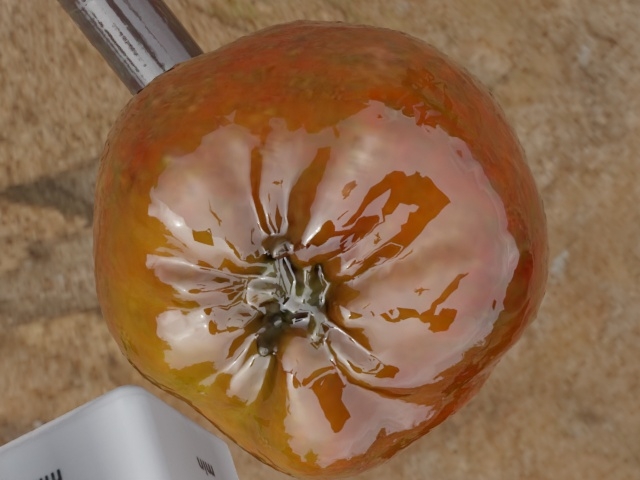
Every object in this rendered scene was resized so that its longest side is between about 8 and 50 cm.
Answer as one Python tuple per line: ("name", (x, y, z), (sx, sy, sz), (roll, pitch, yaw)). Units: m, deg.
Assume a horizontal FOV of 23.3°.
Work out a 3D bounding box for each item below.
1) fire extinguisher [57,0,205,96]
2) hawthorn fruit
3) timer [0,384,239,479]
("fire extinguisher", (-0.130, -0.128, 1.290), (0.089, 0.072, 0.268), (-44, 107, -20))
("hawthorn fruit", (0.000, 0.000, 0.602), (0.189, 0.189, 0.189), (-7, 118, -13))
("timer", (-0.166, 0.262, 1.266), (0.194, 0.195, 0.192), (-28, 149, 10))
